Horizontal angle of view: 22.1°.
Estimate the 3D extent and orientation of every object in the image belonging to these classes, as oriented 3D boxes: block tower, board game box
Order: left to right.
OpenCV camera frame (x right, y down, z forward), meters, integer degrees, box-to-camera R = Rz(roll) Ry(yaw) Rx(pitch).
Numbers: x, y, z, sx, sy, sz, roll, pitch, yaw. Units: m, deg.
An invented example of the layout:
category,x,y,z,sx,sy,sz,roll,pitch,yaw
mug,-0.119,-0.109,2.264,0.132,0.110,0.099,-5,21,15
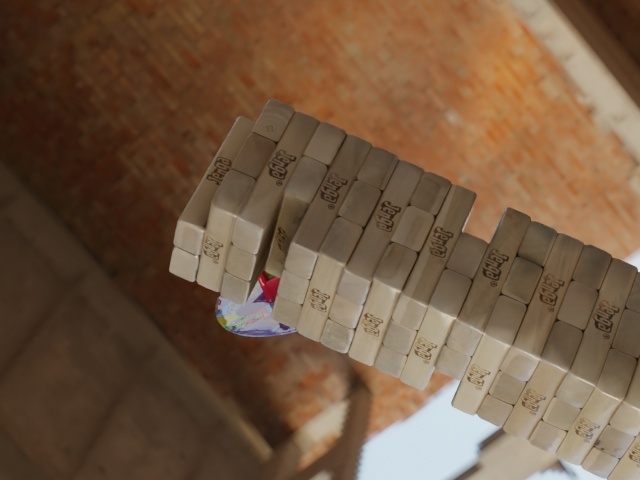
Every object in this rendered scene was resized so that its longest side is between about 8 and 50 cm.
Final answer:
category,x,y,z,sx,sy,sz,roll,pitch,yaw
board game box,0.000,0.000,1.066,0.169,0.133,0.033,-41,-63,-33
block tower,0.083,0.035,0.952,0.335,0.091,0.097,24,-123,5
